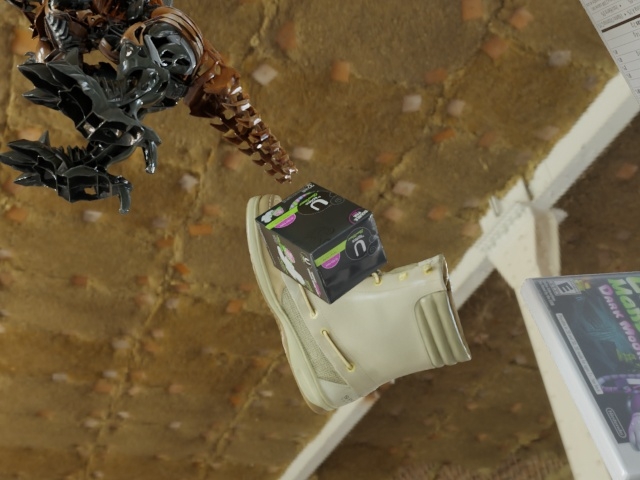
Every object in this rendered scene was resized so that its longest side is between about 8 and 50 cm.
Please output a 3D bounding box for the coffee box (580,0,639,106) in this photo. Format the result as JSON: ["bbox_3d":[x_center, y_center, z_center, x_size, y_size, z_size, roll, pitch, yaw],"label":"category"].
[{"bbox_3d":[0.277,-0.226,0.542,0.168,0.119,0.297,-33,-84,-1],"label":"coffee box"}]

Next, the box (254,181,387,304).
[{"bbox_3d":[0.000,0.000,0.592,0.062,0.083,0.052,-34,-53,-20],"label":"box"}]

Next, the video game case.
[{"bbox_3d":[0.276,0.100,0.611,0.173,0.190,0.022,-2,-45,-13],"label":"video game case"}]

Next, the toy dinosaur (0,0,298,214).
[{"bbox_3d":[-0.165,-0.154,0.664,0.321,0.218,0.164,20,-38,6],"label":"toy dinosaur"}]

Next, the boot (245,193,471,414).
[{"bbox_3d":[0.040,0.043,0.851,0.203,0.262,0.095,-22,-7,16],"label":"boot"}]
